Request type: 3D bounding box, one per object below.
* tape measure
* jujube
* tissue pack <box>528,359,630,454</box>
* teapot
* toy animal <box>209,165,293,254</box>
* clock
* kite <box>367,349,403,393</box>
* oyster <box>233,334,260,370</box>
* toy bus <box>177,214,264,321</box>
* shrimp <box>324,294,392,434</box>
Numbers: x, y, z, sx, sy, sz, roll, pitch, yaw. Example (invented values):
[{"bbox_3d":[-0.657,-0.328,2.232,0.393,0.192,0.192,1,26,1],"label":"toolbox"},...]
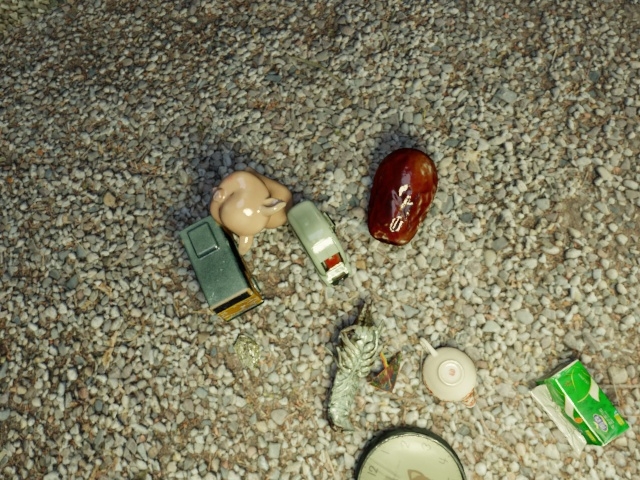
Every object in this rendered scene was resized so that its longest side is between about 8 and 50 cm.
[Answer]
[{"bbox_3d":[0.000,0.001,1.596,0.125,0.246,0.243,-31,64,-6],"label":"tape measure"},{"bbox_3d":[0.264,-0.145,1.609,0.222,0.223,0.318,17,84,13],"label":"jujube"},{"bbox_3d":[0.708,0.471,1.378,0.156,0.148,0.209,-31,71,-4],"label":"tissue pack"},{"bbox_3d":[0.382,0.393,1.483,0.159,0.116,0.246,-35,65,8],"label":"teapot"},{"bbox_3d":[-0.217,-0.118,1.614,0.237,0.326,0.269,-47,51,24],"label":"toy animal"},{"bbox_3d":[0.258,0.702,1.389,0.324,0.067,0.326,-1,82,5],"label":"clock"},{"bbox_3d":[0.204,0.404,1.498,0.010,0.159,0.190,6,26,42],"label":"kite"},{"bbox_3d":[-0.245,0.366,1.609,0.100,0.037,0.098,17,75,13],"label":"oyster"},{"bbox_3d":[-0.332,0.087,1.630,0.161,0.194,0.324,-28,71,0],"label":"toy bus"},{"bbox_3d":[0.104,0.373,1.502,0.221,0.166,0.411,21,88,-19],"label":"shrimp"}]
